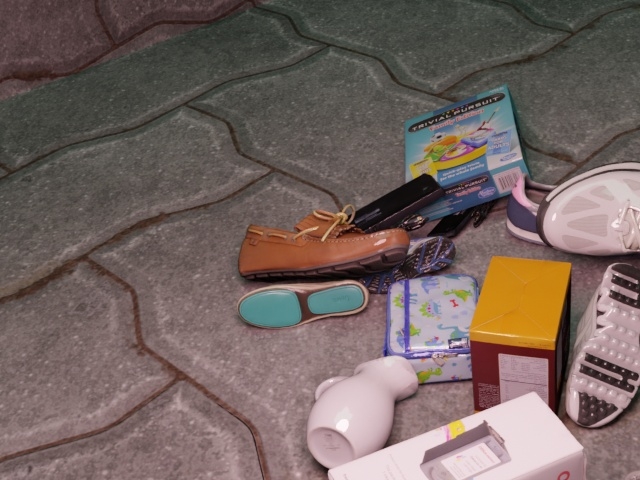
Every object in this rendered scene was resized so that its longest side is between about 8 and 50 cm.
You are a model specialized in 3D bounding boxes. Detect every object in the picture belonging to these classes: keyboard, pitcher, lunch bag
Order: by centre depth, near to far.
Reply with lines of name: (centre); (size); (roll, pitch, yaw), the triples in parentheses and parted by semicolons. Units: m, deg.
pitcher: (0.041, 0.273, 1.488); (0.178, 0.125, 0.207); (-13, 18, 33)
lunch bag: (0.198, 0.152, 1.633); (0.176, 0.090, 0.219); (-5, 34, 11)
keyboard: (0.107, -0.025, 1.863); (0.317, 0.033, 0.201); (-30, 22, 4)
keyboard: (0.310, -0.050, 1.952); (0.100, 0.038, 0.192); (-7, 28, 47)

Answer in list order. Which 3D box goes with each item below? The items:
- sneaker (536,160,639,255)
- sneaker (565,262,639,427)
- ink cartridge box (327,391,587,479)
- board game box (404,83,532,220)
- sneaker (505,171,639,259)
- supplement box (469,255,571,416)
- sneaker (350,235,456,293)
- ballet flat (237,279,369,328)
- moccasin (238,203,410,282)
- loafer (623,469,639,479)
sneaker: (0.617, -0.038, 1.609); (0.447, 0.169, 0.257); (-5, 15, -2)
sneaker: (0.462, 0.180, 1.525); (0.110, 0.118, 0.292); (28, 61, -1)
ink cartridge box: (0.179, 0.360, 1.222); (0.306, 0.226, 0.131); (-18, 37, -14)
board game box: (0.314, -0.196, 2.044); (0.254, 0.079, 0.336); (-19, 32, 17)
sneaker: (0.518, -0.051, 1.801); (0.319, 0.131, 0.112); (9, 39, 17)
supplement box: (0.324, 0.161, 1.493); (0.129, 0.194, 0.191); (5, 38, 20)
sneaker: (0.157, 0.047, 1.818); (0.211, 0.080, 0.081); (-16, 8, -4)
ballet flat: (-0.030, 0.115, 1.760); (0.248, 0.086, 0.086); (-4, 35, 5)
moccasin: (0.002, 0.000, 1.760); (0.139, 0.147, 0.380); (9, -10, -43)
loafer: (0.536, 0.371, 1.259); (0.251, 0.094, 0.087); (13, 7, 31)
